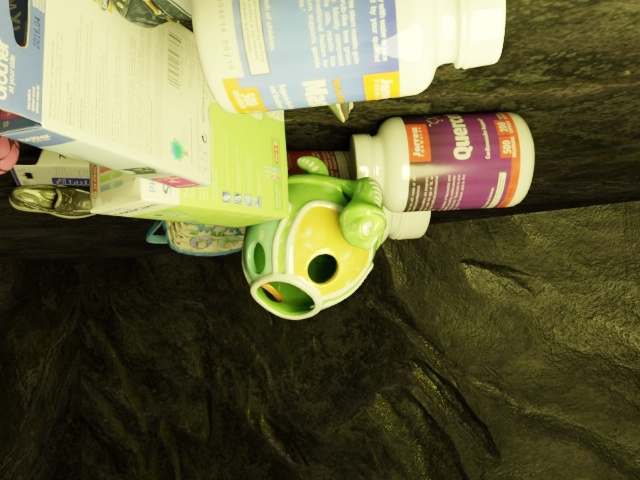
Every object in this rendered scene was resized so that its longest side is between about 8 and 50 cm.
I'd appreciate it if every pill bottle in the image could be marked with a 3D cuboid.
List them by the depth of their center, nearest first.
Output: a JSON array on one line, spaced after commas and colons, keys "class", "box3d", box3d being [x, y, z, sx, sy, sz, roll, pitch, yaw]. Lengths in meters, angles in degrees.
[{"class": "pill bottle", "box3d": [0.029, -0.210, 0.541, 0.271, 0.153, 0.152, -4, 174, 8]}, {"class": "pill bottle", "box3d": [0.221, -0.147, 1.071, 0.322, 0.182, 0.181, -3, 174, -4]}, {"class": "pill bottle", "box3d": [0.032, -0.092, 1.263, 0.391, 0.224, 0.224, -2, 173, -10]}]

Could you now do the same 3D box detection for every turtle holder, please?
[{"class": "turtle holder", "box3d": [0.003, 0.013, 0.995, 0.320, 0.228, 0.243, -3, 137, 32]}]

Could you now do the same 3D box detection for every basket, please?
[{"class": "basket", "box3d": [-0.317, -0.051, 1.510, 0.254, 0.201, 0.289, -1, 163, -28]}]

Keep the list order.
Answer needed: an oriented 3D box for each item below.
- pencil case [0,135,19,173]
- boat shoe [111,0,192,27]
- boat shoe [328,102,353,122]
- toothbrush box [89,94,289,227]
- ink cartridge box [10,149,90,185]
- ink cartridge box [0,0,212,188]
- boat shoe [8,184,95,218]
[{"class": "pencil case", "box3d": [-0.561, -0.163, 0.899, 0.098, 0.095, 0.209, -2, 171, -13]}, {"class": "boat shoe", "box3d": [-0.169, -0.244, 0.513, 0.083, 0.065, 0.183, -7, 174, 15]}, {"class": "boat shoe", "box3d": [0.033, -0.226, 0.889, 0.043, 0.049, 0.137, -43, 171, 1]}, {"class": "toothbrush box", "box3d": [-0.183, -0.136, 0.835, 0.122, 0.207, 0.283, -8, 173, 35]}, {"class": "ink cartridge box", "box3d": [-0.442, -0.155, 1.149, 0.332, 0.065, 0.165, -2, 174, -24]}, {"class": "ink cartridge box", "box3d": [-0.218, -0.172, 0.582, 0.065, 0.186, 0.311, -4, 173, 19]}, {"class": "boat shoe", "box3d": [-0.664, -0.101, 1.427, 0.223, 0.080, 0.073, 5, 175, -28]}]
